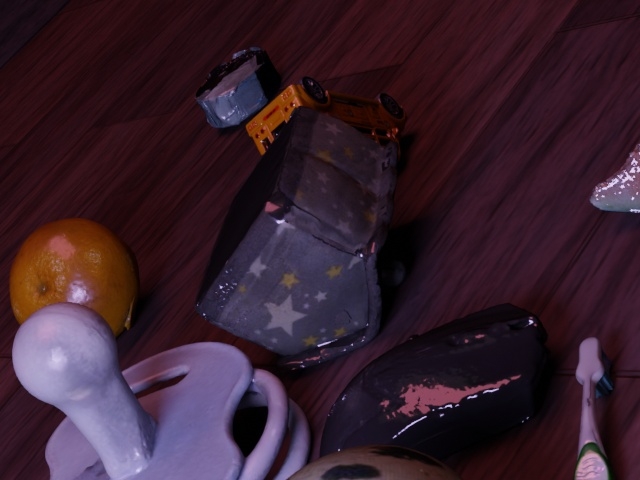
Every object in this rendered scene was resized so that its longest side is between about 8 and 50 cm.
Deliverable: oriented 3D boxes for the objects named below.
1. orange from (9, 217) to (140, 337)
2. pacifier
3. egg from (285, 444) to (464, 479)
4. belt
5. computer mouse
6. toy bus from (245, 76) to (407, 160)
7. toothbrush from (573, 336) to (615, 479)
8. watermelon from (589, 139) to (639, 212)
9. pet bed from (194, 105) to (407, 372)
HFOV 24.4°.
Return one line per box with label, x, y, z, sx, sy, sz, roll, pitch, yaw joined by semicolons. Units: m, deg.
orange;-0.275;0.052;1.671;0.154;0.155;0.134;-28;-11;20
pacifier;-0.165;0.145;1.246;0.244;0.233;0.299;-27;27;15
egg;0.035;0.214;0.925;0.177;0.177;0.228;-27;12;22
belt;-0.110;-0.206;2.010;0.105;0.058;0.140;-11;31;35
computer mouse;0.079;0.120;1.153;0.217;0.073;0.122;-29;25;14
toy bus;0.018;-0.107;1.559;0.083;0.194;0.088;-40;63;31
toothbrush;0.181;0.168;0.981;0.030;0.030;0.304;-25;27;26
watermelon;0.294;-0.074;1.220;0.155;0.080;0.101;-48;12;14
pet bed;0.000;0.000;1.396;0.183;0.159;0.211;-54;12;31
